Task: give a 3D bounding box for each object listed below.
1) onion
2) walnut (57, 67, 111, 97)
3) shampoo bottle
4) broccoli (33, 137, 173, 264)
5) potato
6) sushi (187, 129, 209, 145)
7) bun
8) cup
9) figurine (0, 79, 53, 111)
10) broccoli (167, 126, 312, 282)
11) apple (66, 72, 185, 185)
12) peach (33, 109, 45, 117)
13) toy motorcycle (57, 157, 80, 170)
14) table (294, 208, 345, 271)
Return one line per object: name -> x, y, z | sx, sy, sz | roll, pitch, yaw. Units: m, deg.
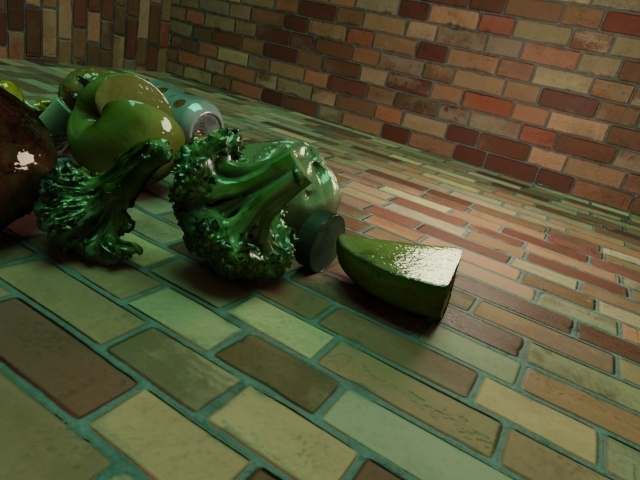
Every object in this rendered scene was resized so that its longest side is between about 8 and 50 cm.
onion -> -0.661, -0.160, 0.853 | 0.354, 0.353, 0.353 | 11, 22, -5
walnut -> -0.804, -0.516, 1.730 | 0.224, 0.257, 0.257 | 47, 23, -4
shampoo bottle -> -0.696, -0.334, 1.283 | 0.071, 0.284, 0.153 | 48, 22, -2
broccoli -> -0.376, -0.060, 0.854 | 0.275, 0.198, 0.177 | -14, -8, 20
potato -> 0.148, 0.064, 0.999 | 0.255, 0.111, 0.269 | 16, 19, 18
sushi -> -0.331, -0.239, 1.393 | 0.124, 0.129, 0.332 | 13, 1, -12
bun -> -0.124, -0.134, 1.175 | 0.326, 0.234, 0.362 | -7, 22, -30
cup -> -0.506, -0.430, 1.701 | 0.318, 0.212, 0.212 | 28, 26, 31
figurine -> -1.054, -0.479, 1.650 | 0.156, 0.131, 0.246 | 40, 20, 21
broccoli -> -0.152, -0.070, 0.901 | 0.235, 0.259, 0.288 | 34, -8, 44
apple -> -0.495, -0.278, 1.236 | 0.292, 0.291, 0.254 | 26, -4, 30
peach -> -0.776, -0.334, 1.437 | 0.280, 0.068, 0.189 | -1, -12, 1
toy motorcycle -> -0.674, -0.177, 1.171 | 0.225, 0.073, 0.152 | 29, 25, 32
table -> 0.000, 0.000, 1.034 | 0.043, 0.133, 0.133 | 24, 24, 27
